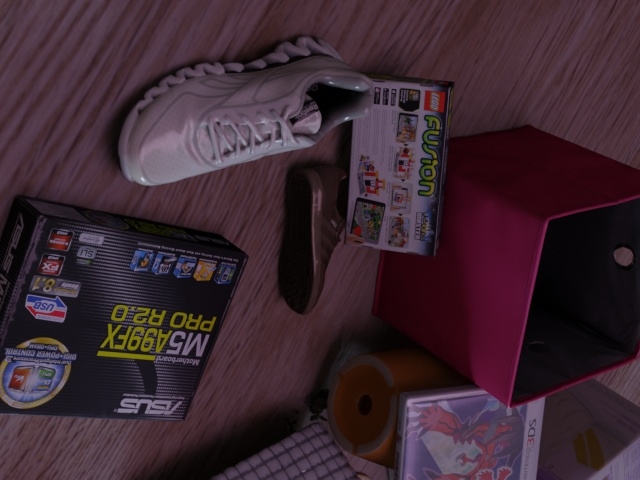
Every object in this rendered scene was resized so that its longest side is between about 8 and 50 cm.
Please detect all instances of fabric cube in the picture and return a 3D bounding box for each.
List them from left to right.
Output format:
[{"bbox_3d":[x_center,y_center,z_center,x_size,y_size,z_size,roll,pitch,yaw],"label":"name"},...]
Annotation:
[{"bbox_3d":[0.257,0.019,1.424,0.259,0.258,0.254,-12,119,-35],"label":"fabric cube"}]

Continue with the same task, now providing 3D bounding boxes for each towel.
[{"bbox_3d":[-0.059,0.388,1.368,0.284,0.235,0.121,-25,165,-30],"label":"towel"}]

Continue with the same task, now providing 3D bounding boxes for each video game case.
[{"bbox_3d":[0.185,0.267,1.385,0.201,0.023,0.183,-3,106,-22],"label":"video game case"}]

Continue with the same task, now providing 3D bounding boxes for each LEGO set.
[{"bbox_3d":[-0.013,0.220,1.473,0.083,0.023,0.054,-16,121,-18],"label":"LEGO set"}]

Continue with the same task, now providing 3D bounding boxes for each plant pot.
[{"bbox_3d":[0.119,0.220,1.454,0.188,0.205,0.205,14,103,-42],"label":"plant pot"}]

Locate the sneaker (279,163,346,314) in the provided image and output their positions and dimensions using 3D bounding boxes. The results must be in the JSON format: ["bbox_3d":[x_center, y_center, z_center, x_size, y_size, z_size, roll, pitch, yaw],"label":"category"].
[{"bbox_3d":[0.000,0.000,1.329,0.071,0.066,0.188,-15,123,-38],"label":"sneaker"}]

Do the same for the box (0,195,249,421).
[{"bbox_3d":[-0.227,0.082,1.183,0.270,0.060,0.216,13,104,-43],"label":"box"}]

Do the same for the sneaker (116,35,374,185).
[{"bbox_3d":[-0.074,-0.131,1.161,0.292,0.118,0.110,-27,129,-26],"label":"sneaker"}]

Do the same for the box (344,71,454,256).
[{"bbox_3d":[0.092,-0.089,1.315,0.036,0.114,0.207,-51,147,-67],"label":"box"}]

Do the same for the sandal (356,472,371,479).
[{"bbox_3d":[0.001,0.384,1.528,0.240,0.079,0.088,1,112,-41],"label":"sandal"}]

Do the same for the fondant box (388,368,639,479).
[{"bbox_3d":[0.300,0.323,1.637,0.330,0.238,0.096,-32,130,-24],"label":"fondant box"}]
